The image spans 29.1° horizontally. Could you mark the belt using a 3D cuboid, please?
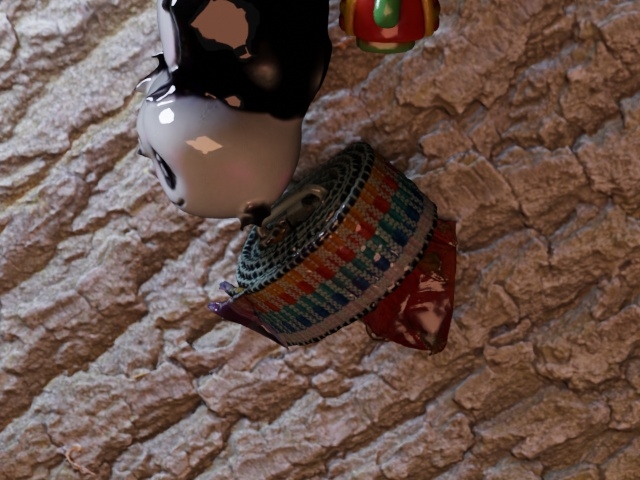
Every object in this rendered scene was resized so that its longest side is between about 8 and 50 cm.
[{"bbox_3d":[0.000,0.000,1.577,0.160,0.207,0.295,39,135,-20],"label":"belt"}]

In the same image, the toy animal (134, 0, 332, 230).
[{"bbox_3d":[-0.110,-0.179,1.505,0.250,0.251,0.310,6,115,3],"label":"toy animal"}]

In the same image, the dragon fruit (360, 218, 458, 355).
[{"bbox_3d":[0.120,0.053,1.635,0.120,0.127,0.161,10,112,-6],"label":"dragon fruit"}]

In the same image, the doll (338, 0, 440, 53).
[{"bbox_3d":[0.076,-0.402,1.418,0.160,0.183,0.363,-5,115,12],"label":"doll"}]
